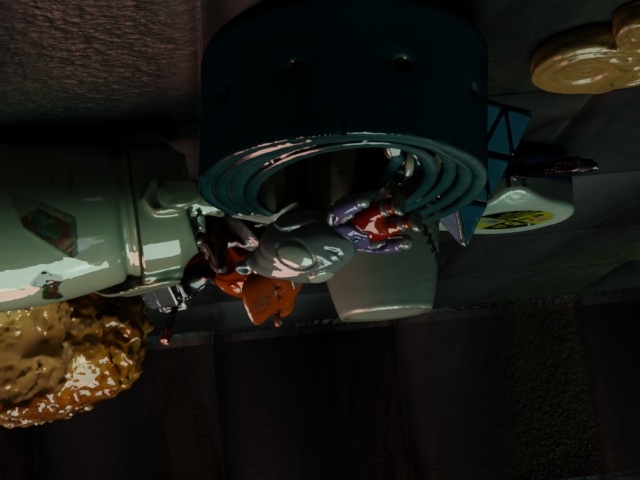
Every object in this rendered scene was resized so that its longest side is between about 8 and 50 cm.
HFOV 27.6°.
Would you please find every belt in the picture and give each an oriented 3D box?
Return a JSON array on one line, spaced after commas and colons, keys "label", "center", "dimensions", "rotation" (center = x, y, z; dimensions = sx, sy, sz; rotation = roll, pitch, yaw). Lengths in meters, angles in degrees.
[{"label": "belt", "center": [0.019, -0.119, 1.386], "dimensions": [0.300, 0.173, 0.436], "rotation": [4, 164, -8]}]

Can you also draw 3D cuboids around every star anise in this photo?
[{"label": "star anise", "center": [-0.180, -0.023, 1.935], "dimensions": [0.282, 0.129, 0.212], "rotation": [5, -178, -30]}]

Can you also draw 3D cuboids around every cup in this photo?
[{"label": "cup", "center": [0.084, -0.004, 1.869], "dimensions": [0.186, 0.234, 0.258], "rotation": [-7, 171, 5]}]

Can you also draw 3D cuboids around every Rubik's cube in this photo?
[{"label": "Rubik's cube", "center": [0.135, -0.140, 1.654], "dimensions": [0.190, 0.211, 0.178], "rotation": [14, 155, 24]}]

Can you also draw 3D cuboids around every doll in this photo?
[{"label": "doll", "center": [0.000, 0.000, 1.368], "dimensions": [0.227, 0.075, 0.102], "rotation": [-18, 137, 30]}]

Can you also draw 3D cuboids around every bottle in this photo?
[{"label": "bottle", "center": [-0.296, -0.029, 1.599], "dimensions": [0.351, 0.229, 0.229], "rotation": [-8, 170, -10]}]

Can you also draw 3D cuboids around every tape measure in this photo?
[{"label": "tape measure", "center": [0.317, -0.085, 1.917], "dimensions": [0.215, 0.098, 0.351], "rotation": [6, 167, -41]}]

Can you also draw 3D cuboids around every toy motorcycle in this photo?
[{"label": "toy motorcycle", "center": [-0.155, 0.054, 2.137], "dimensions": [0.325, 0.221, 0.148], "rotation": [-9, 126, 16]}]

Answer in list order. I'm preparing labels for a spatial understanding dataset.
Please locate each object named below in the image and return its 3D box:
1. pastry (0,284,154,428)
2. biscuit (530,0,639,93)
[{"label": "pastry", "center": [-0.475, 0.176, 2.358], "dimensions": [0.405, 0.292, 0.337], "rotation": [-22, 174, 18]}, {"label": "biscuit", "center": [0.359, -0.214, 1.444], "dimensions": [0.202, 0.044, 0.288], "rotation": [1, 169, -35]}]
